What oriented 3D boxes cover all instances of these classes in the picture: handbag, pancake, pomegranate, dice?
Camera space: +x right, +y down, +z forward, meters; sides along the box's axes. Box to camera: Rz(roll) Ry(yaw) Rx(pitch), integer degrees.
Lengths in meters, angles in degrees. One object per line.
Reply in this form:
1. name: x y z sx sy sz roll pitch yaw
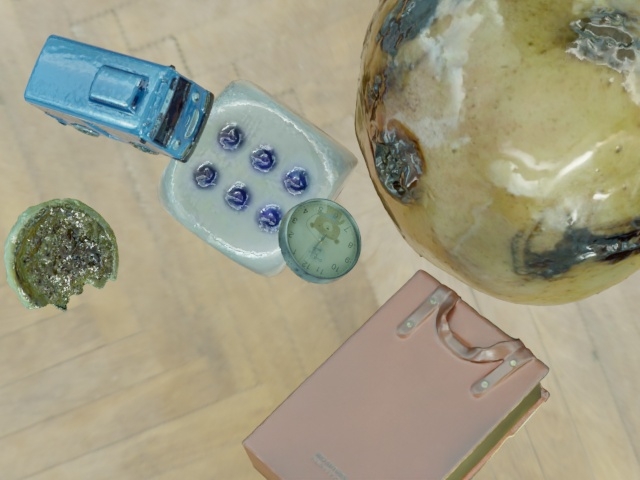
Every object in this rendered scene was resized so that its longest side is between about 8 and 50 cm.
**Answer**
1. handbag: 0.056 0.124 1.084 0.190 0.063 0.127 -42 62 -16
2. pancake: -0.276 0.014 1.624 0.129 0.022 0.116 -33 109 -29
3. pomegranate: 0.172 -0.104 1.246 0.322 0.322 0.322 0 92 4
4. dice: -0.078 -0.078 1.922 0.193 0.192 0.194 37 96 2

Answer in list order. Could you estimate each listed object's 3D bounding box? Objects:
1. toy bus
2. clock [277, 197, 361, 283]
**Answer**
1. toy bus: -0.217 -0.153 1.651 0.185 0.106 0.090 18 82 30
2. clock: 0.000 0.000 1.477 0.085 0.017 0.085 8 71 -24
